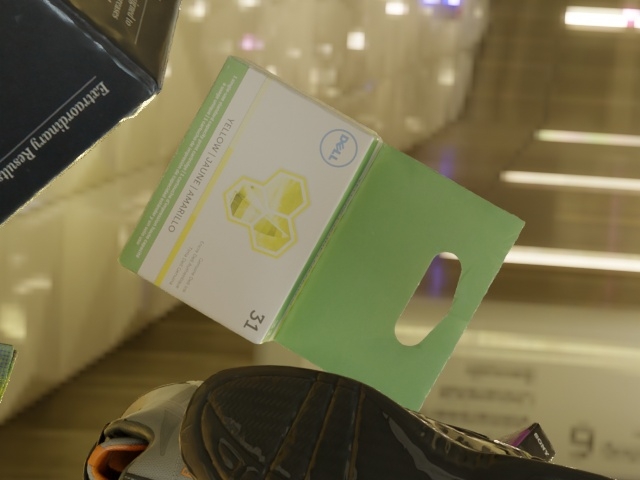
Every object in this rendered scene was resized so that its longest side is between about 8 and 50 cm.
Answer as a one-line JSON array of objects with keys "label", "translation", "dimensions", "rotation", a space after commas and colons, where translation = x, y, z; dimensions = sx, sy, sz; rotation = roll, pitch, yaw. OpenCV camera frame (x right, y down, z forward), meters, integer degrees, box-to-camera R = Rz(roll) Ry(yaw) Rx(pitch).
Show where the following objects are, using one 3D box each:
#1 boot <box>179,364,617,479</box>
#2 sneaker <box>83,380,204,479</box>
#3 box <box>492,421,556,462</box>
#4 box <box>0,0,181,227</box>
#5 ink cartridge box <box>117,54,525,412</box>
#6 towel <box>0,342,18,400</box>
[{"label": "boot", "translation": [0.057, 0.139, 0.976], "dimensions": [0.236, 0.085, 0.178], "rotation": [16, 167, 16]}, {"label": "sneaker", "translation": [-0.108, 0.143, 1.330], "dimensions": [0.108, 0.100, 0.271], "rotation": [13, 180, -16]}, {"label": "box", "translation": [0.063, 0.173, 1.213], "dimensions": [0.116, 0.029, 0.162], "rotation": [-27, -172, 38]}, {"label": "box", "translation": [-0.340, -0.199, 1.457], "dimensions": [0.395, 0.293, 0.212], "rotation": [41, -151, -22]}, {"label": "ink cartridge box", "translation": [0.000, 0.000, 1.406], "dimensions": [0.235, 0.171, 0.056], "rotation": [30, -175, 10]}, {"label": "towel", "translation": [-0.283, 0.099, 1.556], "dimensions": [0.083, 0.060, 0.009], "rotation": [13, 151, 3]}]
